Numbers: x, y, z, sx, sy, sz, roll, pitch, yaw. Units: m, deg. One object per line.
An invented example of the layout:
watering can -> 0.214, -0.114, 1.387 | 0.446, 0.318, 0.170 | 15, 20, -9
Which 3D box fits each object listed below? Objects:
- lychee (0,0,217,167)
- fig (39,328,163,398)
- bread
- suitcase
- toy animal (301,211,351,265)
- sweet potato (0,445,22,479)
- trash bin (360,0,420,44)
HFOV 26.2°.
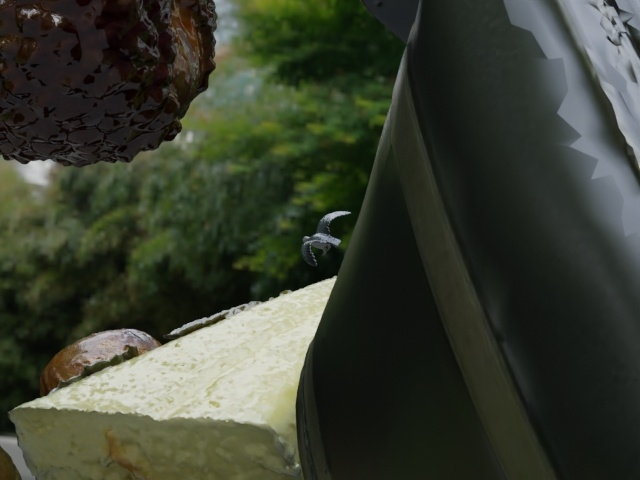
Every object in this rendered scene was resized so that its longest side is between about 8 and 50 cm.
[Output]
lychee -> -0.150, -0.133, 0.779 | 0.188, 0.188, 0.188 | 7, -7, 1
fig -> -0.202, 0.188, 1.471 | 0.146, 0.134, 0.201 | -27, 50, -25
bread -> -0.035, 0.171, 1.192 | 0.242, 0.346, 0.405 | 4, 32, 18
suitcase -> 0.116, 0.072, 0.527 | 0.194, 0.283, 0.434 | -7, -34, -17
toy animal -> 0.000, 0.001, 1.484 | 0.028, 0.084, 0.050 | 43, -38, -11
sweet potato -> -0.288, 0.106, 0.947 | 0.098, 0.310, 0.124 | -30, -16, 21
trash bin -> 0.129, -0.166, 0.674 | 0.176, 0.236, 0.101 | 39, -36, -19
